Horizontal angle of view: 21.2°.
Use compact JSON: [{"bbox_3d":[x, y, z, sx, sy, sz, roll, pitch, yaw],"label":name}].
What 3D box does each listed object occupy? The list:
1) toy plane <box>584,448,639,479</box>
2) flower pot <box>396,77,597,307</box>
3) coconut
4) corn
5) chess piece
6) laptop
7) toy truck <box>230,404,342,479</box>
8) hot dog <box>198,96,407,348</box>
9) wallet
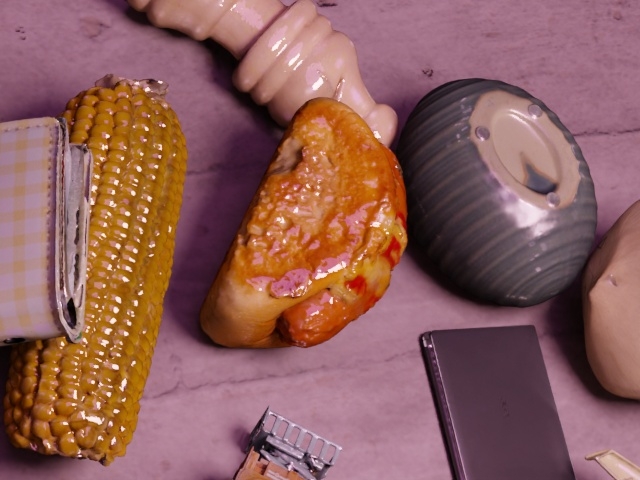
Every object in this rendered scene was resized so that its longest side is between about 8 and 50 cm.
[{"bbox_3d":[0.344,0.302,1.641,0.256,0.104,0.242,-18,85,-21],"label":"toy plane"},{"bbox_3d":[0.178,-0.052,1.727,0.189,0.157,0.243,-20,70,-27],"label":"flower pot"},{"bbox_3d":[0.350,0.060,1.710,0.224,0.224,0.224,9,60,-16],"label":"coconut"},{"bbox_3d":[-0.205,0.025,1.552,0.144,0.144,0.387,15,63,-13],"label":"corn"},{"bbox_3d":[-0.041,-0.201,1.757,0.307,0.124,0.139,41,33,0],"label":"chess piece"},{"bbox_3d":[0.176,0.169,1.691,0.129,0.016,0.180,-2,65,-22],"label":"laptop"},{"bbox_3d":[0.000,0.244,1.548,0.177,0.080,0.115,28,47,-3],"label":"toy truck"},{"bbox_3d":[0.000,0.000,1.636,0.153,0.150,0.257,26,65,-3],"label":"hot dog"},{"bbox_3d":[-0.354,0.009,1.467,0.309,0.077,0.223,-8,62,9],"label":"wallet"}]
